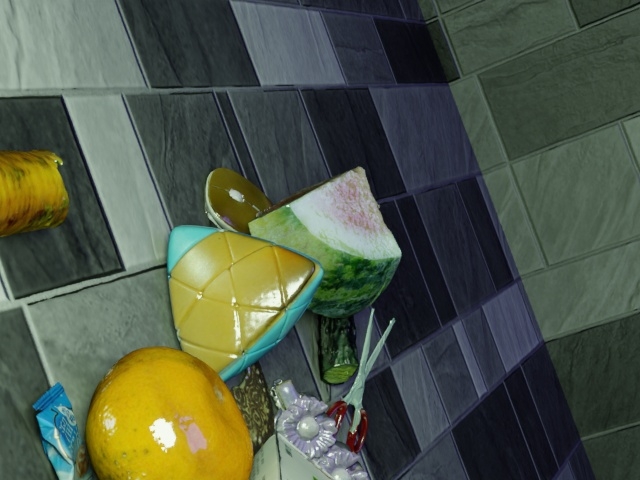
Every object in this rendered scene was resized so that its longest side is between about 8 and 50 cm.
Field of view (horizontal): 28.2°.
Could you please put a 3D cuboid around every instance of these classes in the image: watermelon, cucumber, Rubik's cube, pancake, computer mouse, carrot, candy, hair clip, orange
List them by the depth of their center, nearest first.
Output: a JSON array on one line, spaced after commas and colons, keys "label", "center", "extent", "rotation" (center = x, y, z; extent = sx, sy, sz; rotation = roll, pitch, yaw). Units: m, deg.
[{"label": "carrot", "center": [-0.391, -0.050, 1.461], "extent": [0.302, 0.114, 0.114], "rotation": [-17, 86, -68]}, {"label": "candy", "center": [-0.303, 0.243, 1.505], "extent": [0.088, 0.038, 0.136], "rotation": [-64, 137, -77]}, {"label": "orange", "center": [-0.190, 0.243, 1.564], "extent": [0.240, 0.171, 0.240], "rotation": [57, 10, -15]}, {"label": "Rubik's cube", "center": [-0.119, 0.131, 1.880], "extent": [0.254, 0.254, 0.254], "rotation": [48, 31, -41]}, {"label": "pancake", "center": [-0.122, 0.240, 1.928], "extent": [0.190, 0.020, 0.184], "rotation": [27, 48, -59]}, {"label": "hair clip", "center": [0.002, 0.348, 2.044], "extent": [0.106, 0.084, 0.292], "rotation": [-31, 99, -23]}, {"label": "computer mouse", "center": [-0.110, -0.024, 2.134], "extent": [0.245, 0.056, 0.126], "rotation": [47, 31, -39]}, {"label": "watermelon", "center": [0.000, 0.000, 2.139], "extent": [0.310, 0.193, 0.231], "rotation": [34, 58, -28]}, {"label": "cucumber", "center": [0.019, 0.148, 2.264], "extent": [0.062, 0.078, 0.211], "rotation": [11, 51, -25]}]

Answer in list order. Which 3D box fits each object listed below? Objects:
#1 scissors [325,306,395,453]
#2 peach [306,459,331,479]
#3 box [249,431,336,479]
[{"label": "scissors", "center": [0.069, 0.240, 2.193], "extent": [0.144, 0.017, 0.247], "rotation": [31, 75, -56]}, {"label": "peach", "center": [-0.034, 0.375, 1.918], "extent": [0.100, 0.101, 0.100], "rotation": [48, 31, -41]}, {"label": "box", "center": [-0.033, 0.374, 1.584], "extent": [0.173, 0.145, 0.333], "rotation": [39, 0, -4]}]
